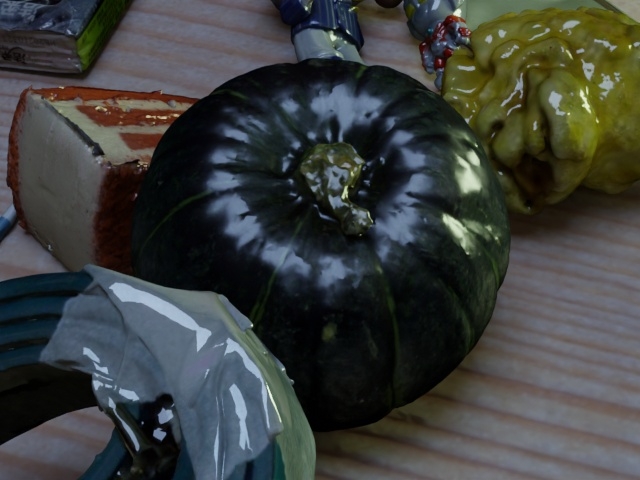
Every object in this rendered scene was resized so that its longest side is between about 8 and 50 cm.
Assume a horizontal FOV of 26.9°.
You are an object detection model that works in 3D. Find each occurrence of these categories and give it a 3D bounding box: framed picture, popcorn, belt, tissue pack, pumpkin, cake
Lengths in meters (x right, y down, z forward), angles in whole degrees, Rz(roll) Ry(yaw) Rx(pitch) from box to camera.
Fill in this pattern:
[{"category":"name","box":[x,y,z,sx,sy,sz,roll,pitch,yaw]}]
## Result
[{"category":"framed picture","box":[0.220,-0.265,1.513,0.173,0.010,0.231,-27,50,-18]},{"category":"popcorn","box":[0.224,-0.129,1.252,0.226,0.200,0.203,38,25,7]},{"category":"belt","box":[-0.214,0.199,0.925,0.436,0.173,0.300,-30,70,-2]},{"category":"tissue pack","box":[-0.312,-0.295,1.564,0.173,0.073,0.235,8,48,16]},{"category":"pumpkin","box":[0.000,0.000,1.126,0.323,0.241,0.323,0,55,0]},{"category":"cake","box":[-0.171,-0.049,1.329,0.262,0.159,0.158,-2,32,-46]}]

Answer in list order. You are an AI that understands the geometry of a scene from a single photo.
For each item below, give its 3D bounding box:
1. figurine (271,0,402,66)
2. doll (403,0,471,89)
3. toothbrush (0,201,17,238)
[{"category":"figurine","box":[0.009,-0.265,1.473,0.194,0.133,0.274,-6,63,-44]},{"category":"doll","box":[0.130,-0.242,1.456,0.079,0.094,0.180,16,49,-31]},{"category":"toothbrush","box":[-0.322,-0.003,1.324,0.025,0.019,0.275,21,52,15]}]
